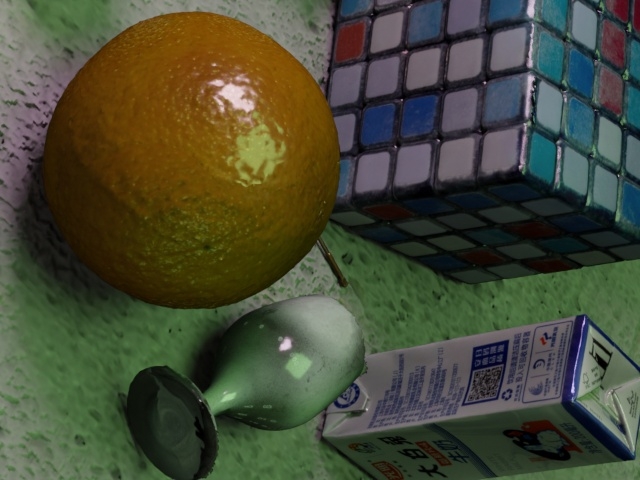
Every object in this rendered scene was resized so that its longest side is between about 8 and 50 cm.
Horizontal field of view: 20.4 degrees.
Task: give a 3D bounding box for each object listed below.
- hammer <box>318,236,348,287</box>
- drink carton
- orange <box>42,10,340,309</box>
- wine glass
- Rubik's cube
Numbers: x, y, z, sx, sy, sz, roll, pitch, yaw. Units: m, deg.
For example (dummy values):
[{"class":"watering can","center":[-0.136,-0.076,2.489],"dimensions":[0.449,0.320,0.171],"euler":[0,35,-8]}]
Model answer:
[{"class":"hammer","center":[0.000,0.000,1.901],"dimensions":[0.029,0.014,0.123],"euler":[-46,118,-33]},{"class":"drink carton","center":[0.164,0.170,1.824],"dimensions":[0.130,0.315,0.106],"euler":[42,50,-35]},{"class":"orange","center":[-0.115,-0.073,1.602],"dimensions":[0.274,0.274,0.274],"euler":[12,73,-46]},{"class":"wine glass","center":[-0.066,0.136,1.717],"dimensions":[0.241,0.126,0.126],"euler":[-23,100,-45]},{"class":"Rubik's cube","center":[0.197,-0.136,1.942],"dimensions":[0.287,0.293,0.292],"euler":[25,63,-44]}]
